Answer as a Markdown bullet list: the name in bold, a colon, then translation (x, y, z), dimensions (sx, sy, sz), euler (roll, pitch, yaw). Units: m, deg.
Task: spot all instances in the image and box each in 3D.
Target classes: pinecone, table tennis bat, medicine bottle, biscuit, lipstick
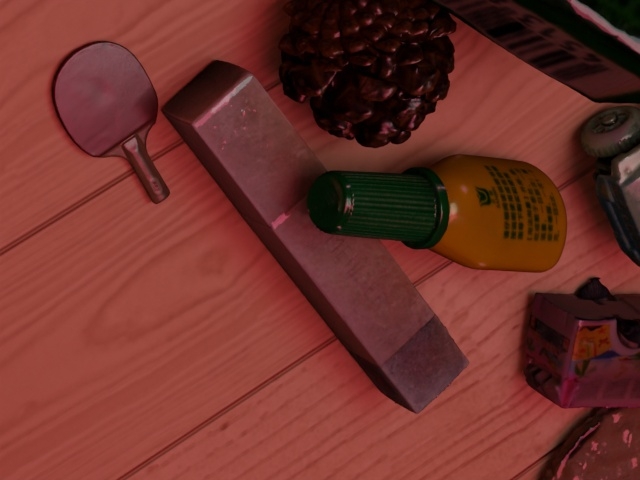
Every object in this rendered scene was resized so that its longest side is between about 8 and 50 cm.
- **pinecone**: translation (0.043, -0.157, 1.721), dimensions (0.174, 0.173, 0.173), euler (-8, 107, -25)
- **table tennis bat**: translation (-0.172, -0.099, 1.701), dimensions (0.087, 0.013, 0.156), euler (-37, 116, -16)
- **medicine bottle**: translation (0.110, -0.028, 1.774), dimensions (0.309, 0.076, 0.111), euler (4, 61, -47)
- **biscuit**: translation (0.292, 0.239, 2.021), dimensions (0.250, 0.032, 0.133), euler (-50, 120, -6)
- **lipstick**: translation (0.000, 0.000, 1.778), dimensions (0.076, 0.080, 0.371), euler (-43, 118, -11)

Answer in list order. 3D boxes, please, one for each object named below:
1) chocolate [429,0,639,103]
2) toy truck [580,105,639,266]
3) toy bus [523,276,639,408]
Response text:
- **chocolate**: translation (0.205, -0.324, 1.657), dimensions (0.360, 0.161, 0.341), euler (30, 68, -17)
- **toy truck**: translation (0.391, -0.092, 1.909), dimensions (0.279, 0.156, 0.155), euler (-36, 117, -15)
- **toy bus**: translation (0.335, 0.105, 1.974), dimensions (0.274, 0.090, 0.112), euler (2, 107, -28)
